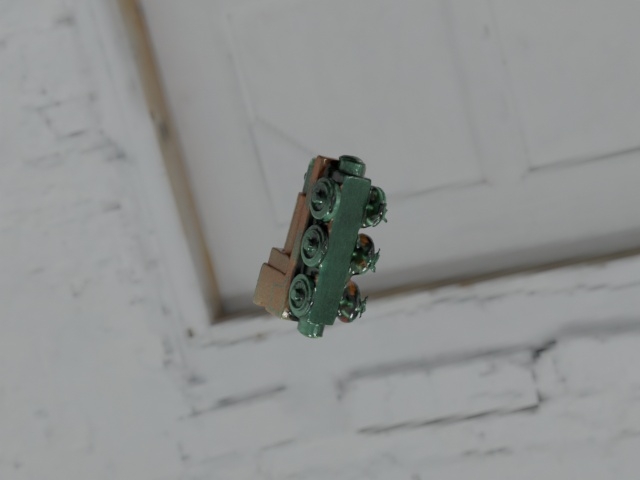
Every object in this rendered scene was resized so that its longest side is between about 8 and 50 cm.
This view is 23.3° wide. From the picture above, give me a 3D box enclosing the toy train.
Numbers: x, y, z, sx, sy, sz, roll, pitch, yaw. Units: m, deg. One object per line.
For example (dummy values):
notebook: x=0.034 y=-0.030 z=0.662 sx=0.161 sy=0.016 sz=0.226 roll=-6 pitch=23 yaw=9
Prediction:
toy train: x=0.000 y=0.000 z=0.860 sx=0.044 sy=0.103 sz=0.064 roll=9 pitch=-169 yaw=-30
